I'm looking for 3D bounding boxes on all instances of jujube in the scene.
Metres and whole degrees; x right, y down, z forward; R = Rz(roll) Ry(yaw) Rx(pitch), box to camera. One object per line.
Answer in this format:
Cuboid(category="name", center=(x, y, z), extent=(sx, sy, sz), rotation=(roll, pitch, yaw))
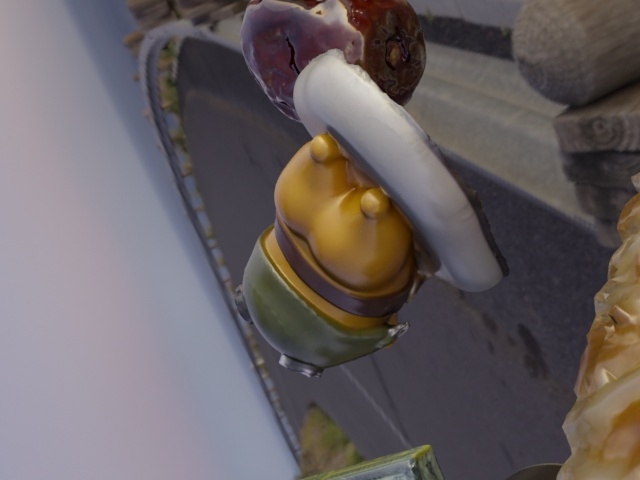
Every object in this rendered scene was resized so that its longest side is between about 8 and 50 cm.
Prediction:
Cuboid(category="jujube", center=(0.011, -0.224, 1.025), extent=(0.243, 0.183, 0.183), rotation=(14, 134, 50))

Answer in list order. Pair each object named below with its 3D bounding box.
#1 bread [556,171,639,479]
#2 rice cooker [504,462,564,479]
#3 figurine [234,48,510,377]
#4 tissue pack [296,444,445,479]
Cuboid(category="bread", center=(0.283, 0.116, 0.293), extent=(0.279, 0.371, 0.390), rotation=(37, 148, -17))
Cuboid(category="rice cooker", center=(0.321, 0.513, 1.286), extent=(0.335, 0.325, 0.335), rotation=(9, 104, 39))
Cuboid(category="figurine", center=(0.000, 0.000, 0.510), extent=(0.166, 0.141, 0.250), rotation=(49, 180, 18))
Cuboid(category="tissue pack", center=(0.036, 0.355, 1.002), extent=(0.081, 0.257, 0.185), rotation=(-11, -100, -64))
